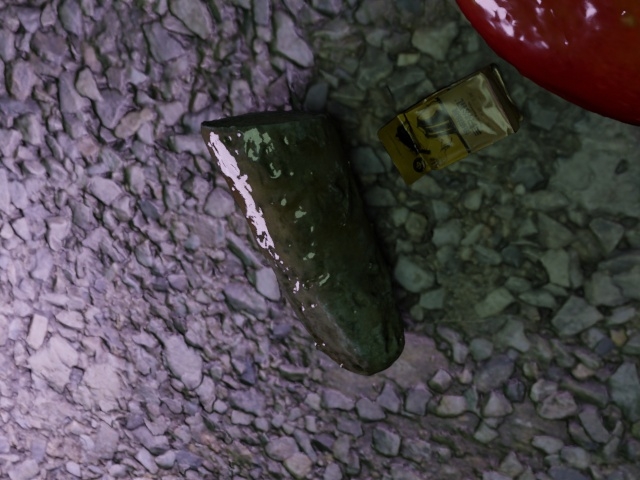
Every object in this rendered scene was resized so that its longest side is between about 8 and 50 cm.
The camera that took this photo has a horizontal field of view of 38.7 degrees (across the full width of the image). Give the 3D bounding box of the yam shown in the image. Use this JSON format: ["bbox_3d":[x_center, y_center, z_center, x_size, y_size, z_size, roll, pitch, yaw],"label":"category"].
[{"bbox_3d":[0.000,0.000,0.963,0.133,0.133,0.330,-16,110,26],"label":"yam"}]

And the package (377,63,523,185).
[{"bbox_3d":[0.129,-0.115,0.907,0.131,0.047,0.071,-28,104,30],"label":"package"}]

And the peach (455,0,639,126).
[{"bbox_3d":[0.263,-0.235,0.633,0.406,0.335,0.310,23,115,11],"label":"peach"}]
